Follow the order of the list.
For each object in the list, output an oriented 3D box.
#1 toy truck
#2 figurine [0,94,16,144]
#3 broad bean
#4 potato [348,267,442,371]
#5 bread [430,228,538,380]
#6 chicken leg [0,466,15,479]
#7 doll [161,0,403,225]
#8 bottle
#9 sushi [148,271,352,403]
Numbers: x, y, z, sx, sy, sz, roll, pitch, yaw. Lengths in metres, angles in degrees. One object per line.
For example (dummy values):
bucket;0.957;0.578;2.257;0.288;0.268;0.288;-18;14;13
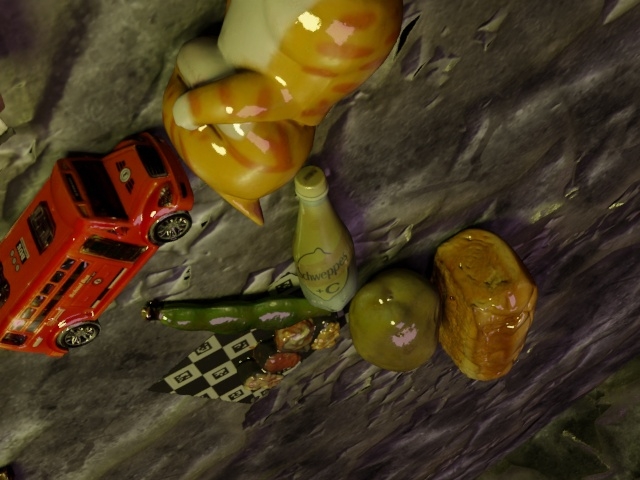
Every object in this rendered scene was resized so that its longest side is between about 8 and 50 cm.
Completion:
toy truck;-0.241;0.003;0.786;0.252;0.107;0.114;-46;146;23
figurine;-0.303;-0.152;0.516;0.162;0.141;0.236;-50;154;-27
broad bean;-0.111;0.104;1.089;0.298;0.043;0.060;0;136;-32
potato;0.120;0.125;1.242;0.137;0.154;0.200;4;161;15
bread;0.271;0.117;1.322;0.132;0.167;0.294;-33;147;-12
chicken leg;-0.567;0.428;1.124;0.304;0.093;0.113;-36;137;-2
doll;-0.041;-0.156;0.693;0.162;0.166;0.269;14;129;-47
bottle;0.000;0.000;1.015;0.083;0.083;0.269;-26;146;-9
sushi;-0.077;0.185;1.236;0.290;0.050;0.264;-41;147;15
